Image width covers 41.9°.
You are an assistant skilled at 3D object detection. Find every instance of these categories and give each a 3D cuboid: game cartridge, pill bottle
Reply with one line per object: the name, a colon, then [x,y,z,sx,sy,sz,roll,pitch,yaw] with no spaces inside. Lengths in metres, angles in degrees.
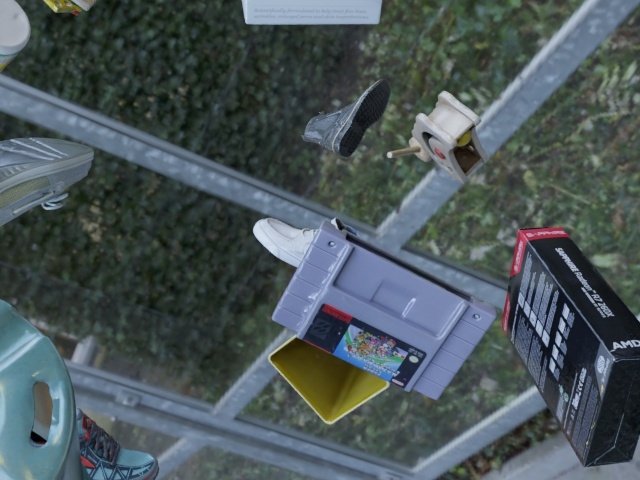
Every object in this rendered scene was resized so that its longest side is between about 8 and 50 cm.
game cartridge: [0.111,0.138,1.536,0.230,0.355,0.068,-62,4,24]
pill bottle: [-0.609,-0.341,1.475,0.208,0.118,0.117,-25,43,42]

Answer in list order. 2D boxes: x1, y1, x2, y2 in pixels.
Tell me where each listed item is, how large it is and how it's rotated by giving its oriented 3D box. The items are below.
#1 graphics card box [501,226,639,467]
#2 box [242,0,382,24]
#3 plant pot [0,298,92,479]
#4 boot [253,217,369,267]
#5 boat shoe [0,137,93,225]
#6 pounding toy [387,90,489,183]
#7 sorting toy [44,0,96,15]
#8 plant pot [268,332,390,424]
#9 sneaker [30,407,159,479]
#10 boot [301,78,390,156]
graphics card box: [0.425,0.166,1.413,0.371,0.094,0.232,-108,17,-58]
box: [-0.011,-0.380,1.057,0.119,0.181,0.181,-101,12,-48]
plant pot: [-0.358,0.230,0.756,0.334,0.341,0.341,116,166,-50]
boot: [0.000,0.000,1.617,0.123,0.258,0.095,-62,-10,25]
boat shoe: [-0.462,-0.068,1.209,0.320,0.118,0.103,-39,-39,-50]
pounding toy: [0.242,-0.177,1.698,0.155,0.154,0.269,-44,-7,-3]
sorting toy: [-0.414,-0.409,1.315,0.046,0.132,0.274,-46,20,25]
plant pot: [0.051,0.250,1.907,0.212,0.212,0.187,-40,2,34]
sneaker: [-0.371,0.329,1.303,0.104,0.262,0.125,40,115,62]
boot: [0.052,-0.285,1.851,0.137,0.077,0.198,24,69,43]
